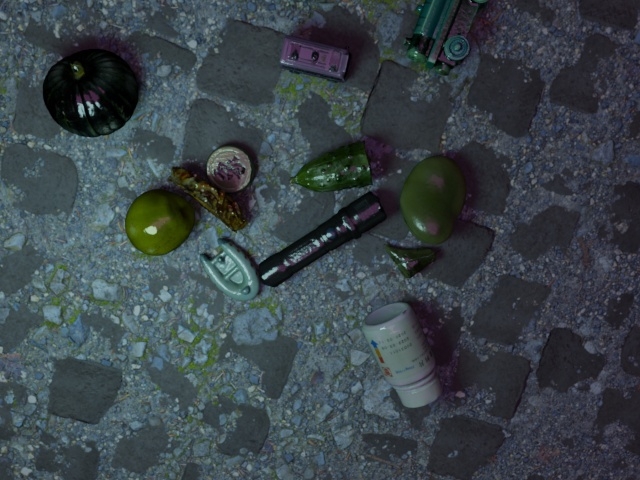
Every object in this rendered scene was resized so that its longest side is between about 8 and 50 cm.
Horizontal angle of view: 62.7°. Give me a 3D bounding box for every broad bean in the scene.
[{"bbox_3d":[0.329,-0.119,1.548,0.189,0.121,0.262,13,85,2],"label":"broad bean"}]

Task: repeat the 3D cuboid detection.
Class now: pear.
[{"bbox_3d":[-0.462,-0.052,1.498,0.198,0.198,0.198,0,100,-1],"label":"pear"}]

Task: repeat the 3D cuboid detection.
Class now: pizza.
[{"bbox_3d":[-0.331,-0.138,1.459,0.251,0.287,0.074,34,80,14],"label":"pizza"}]

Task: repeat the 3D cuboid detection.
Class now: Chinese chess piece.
[{"bbox_3d":[-0.264,-0.207,1.537,0.144,0.058,0.144,0,100,-2],"label":"Chinese chess piece"}]

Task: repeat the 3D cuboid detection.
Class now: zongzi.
[{"bbox_3d":[0.287,0.025,1.596,0.154,0.062,0.130,-35,87,-1],"label":"zongzi"}]

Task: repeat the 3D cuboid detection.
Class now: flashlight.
[{"bbox_3d":[0.000,0.000,1.563,0.424,0.103,0.103,-32,99,5],"label":"flashlight"}]

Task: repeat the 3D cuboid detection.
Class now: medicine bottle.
[{"bbox_3d":[0.252,0.347,1.590,0.170,0.170,0.292,-24,99,3],"label":"medicine bottle"}]

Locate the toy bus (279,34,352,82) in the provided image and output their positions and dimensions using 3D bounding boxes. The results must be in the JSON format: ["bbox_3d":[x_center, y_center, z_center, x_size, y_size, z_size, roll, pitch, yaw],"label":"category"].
[{"bbox_3d":[-0.013,-0.506,1.462,0.199,0.108,0.096,12,100,-3],"label":"toy bus"}]

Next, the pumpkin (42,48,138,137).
[{"bbox_3d":[-0.622,-0.408,1.421,0.250,0.216,0.249,1,66,-3],"label":"pumpkin"}]

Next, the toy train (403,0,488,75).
[{"bbox_3d":[0.348,-0.619,1.451,0.194,0.120,0.298,21,99,3],"label":"toy train"}]

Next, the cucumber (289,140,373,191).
[{"bbox_3d":[0.031,-0.196,1.516,0.245,0.134,0.134,-11,100,4],"label":"cucumber"}]

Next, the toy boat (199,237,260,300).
[{"bbox_3d":[-0.268,0.096,1.583,0.134,0.079,0.207,-38,97,3],"label":"toy boat"}]
